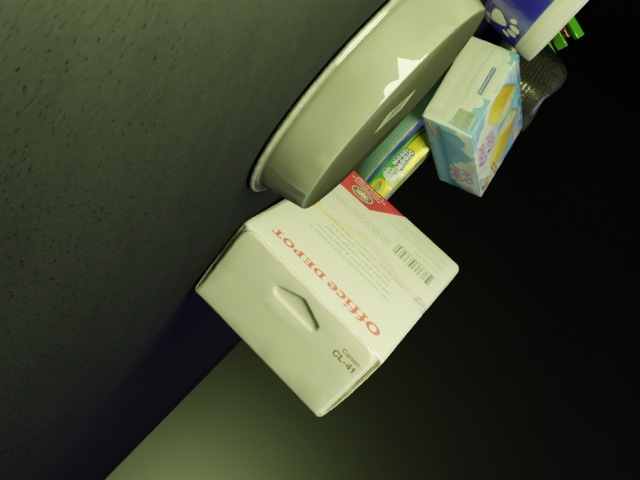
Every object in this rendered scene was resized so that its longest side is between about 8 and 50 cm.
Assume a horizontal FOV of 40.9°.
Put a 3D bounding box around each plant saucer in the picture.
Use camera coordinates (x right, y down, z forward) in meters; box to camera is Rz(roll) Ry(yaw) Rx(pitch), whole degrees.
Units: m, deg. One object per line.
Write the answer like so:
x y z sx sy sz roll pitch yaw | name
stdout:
0.146 -0.193 1.496 0.317 0.043 0.317 -46 177 -3 | plant saucer

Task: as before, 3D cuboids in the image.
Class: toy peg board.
0.473 -0.437 1.856 0.161 0.079 0.160 -33 -171 -6 | toy peg board

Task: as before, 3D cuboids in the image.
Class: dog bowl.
0.359 -0.394 1.242 0.265 0.104 0.265 -47 177 -3 | dog bowl

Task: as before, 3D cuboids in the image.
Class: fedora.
0.369 -0.307 1.653 0.334 0.152 0.334 -54 -179 2 | fedora

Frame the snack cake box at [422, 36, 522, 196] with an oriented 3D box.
0.252 -0.192 1.394 0.152 0.089 0.264 -60 160 -8 | snack cake box

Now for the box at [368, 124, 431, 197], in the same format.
0.146 -0.135 1.482 0.179 0.043 0.105 -45 176 7 | box

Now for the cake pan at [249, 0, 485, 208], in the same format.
0.051 -0.139 0.818 0.293 0.054 0.293 -46 176 -4 | cake pan

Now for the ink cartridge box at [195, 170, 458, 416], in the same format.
0.020 0.049 1.104 0.131 0.226 0.306 -50 172 32 | ink cartridge box
